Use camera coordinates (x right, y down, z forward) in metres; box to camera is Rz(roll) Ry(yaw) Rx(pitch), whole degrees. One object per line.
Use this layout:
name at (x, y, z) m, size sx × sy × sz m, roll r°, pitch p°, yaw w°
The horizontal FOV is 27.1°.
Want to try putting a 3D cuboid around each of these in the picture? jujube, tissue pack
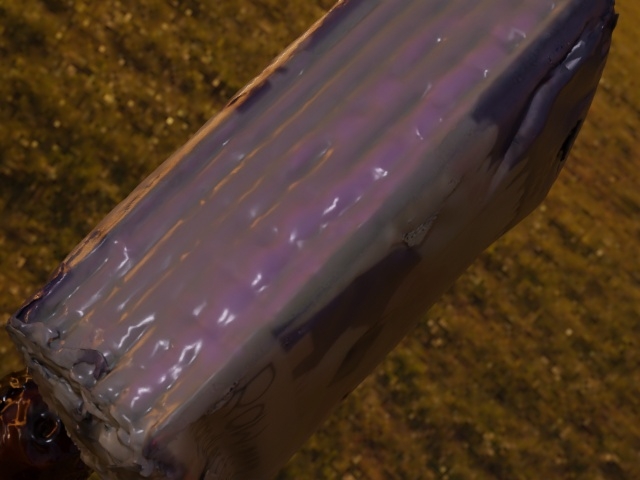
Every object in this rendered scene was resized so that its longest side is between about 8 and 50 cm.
jujube at (-0.201, 0.141, 0.942) m, size 0.104 × 0.166 × 0.104 m, roll 4°, pitch 72°, yaw -14°
tissue pack at (0.000, 0.000, 0.726) m, size 0.125 × 0.343 × 0.242 m, roll 42°, pitch -17°, yaw 15°
